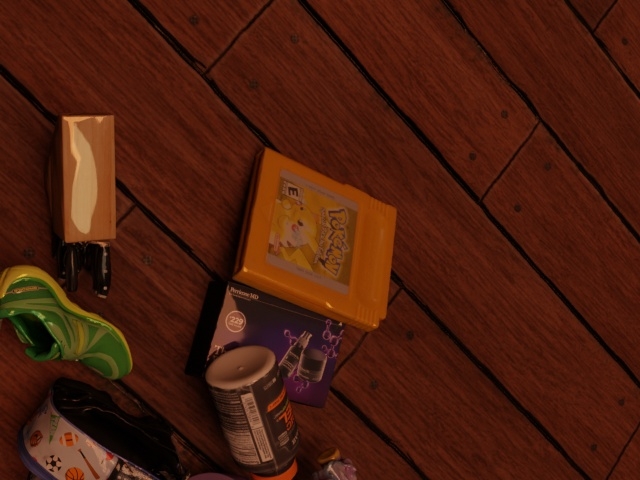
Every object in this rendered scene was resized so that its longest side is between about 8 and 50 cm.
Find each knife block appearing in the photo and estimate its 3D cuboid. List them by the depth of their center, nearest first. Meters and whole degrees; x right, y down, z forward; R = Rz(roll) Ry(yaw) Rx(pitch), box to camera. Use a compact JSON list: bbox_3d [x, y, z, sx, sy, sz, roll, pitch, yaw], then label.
[{"bbox_3d":[-0.392,-0.046,1.603,0.088,0.276,0.242,-6,61,-28],"label":"knife block"}]

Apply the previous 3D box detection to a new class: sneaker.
[{"bbox_3d":[-0.437,0.161,1.600,0.295,0.109,0.124,47,41,-38],"label":"sneaker"}]

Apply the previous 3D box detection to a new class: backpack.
[{"bbox_3d":[-0.374,0.361,1.598,0.263,0.276,0.213,43,84,-16],"label":"backpack"}]

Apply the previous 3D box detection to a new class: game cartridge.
[{"bbox_3d":[0.000,0.000,1.851,0.323,0.052,0.285,22,57,-24],"label":"game cartridge"}]

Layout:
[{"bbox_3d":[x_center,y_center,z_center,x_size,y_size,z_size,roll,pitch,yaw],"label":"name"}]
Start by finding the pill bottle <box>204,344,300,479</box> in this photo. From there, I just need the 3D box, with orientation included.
[{"bbox_3d":[-0.111,0.320,1.699,0.130,0.130,0.246,-28,118,-25],"label":"pill bottle"}]

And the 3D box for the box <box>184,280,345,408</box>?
[{"bbox_3d":[-0.101,0.198,1.818,0.261,0.103,0.184,19,77,-26],"label":"box"}]

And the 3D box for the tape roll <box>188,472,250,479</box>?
[{"bbox_3d":[-0.184,0.512,1.711,0.080,0.189,0.189,34,68,-66],"label":"tape roll"}]

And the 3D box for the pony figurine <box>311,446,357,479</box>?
[{"bbox_3d":[0.044,0.585,1.813,0.351,0.303,0.364,-24,105,6],"label":"pony figurine"}]

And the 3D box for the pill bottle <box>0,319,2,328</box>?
[{"bbox_3d":[-0.608,0.225,1.524,0.153,0.153,0.265,13,83,-26],"label":"pill bottle"}]
